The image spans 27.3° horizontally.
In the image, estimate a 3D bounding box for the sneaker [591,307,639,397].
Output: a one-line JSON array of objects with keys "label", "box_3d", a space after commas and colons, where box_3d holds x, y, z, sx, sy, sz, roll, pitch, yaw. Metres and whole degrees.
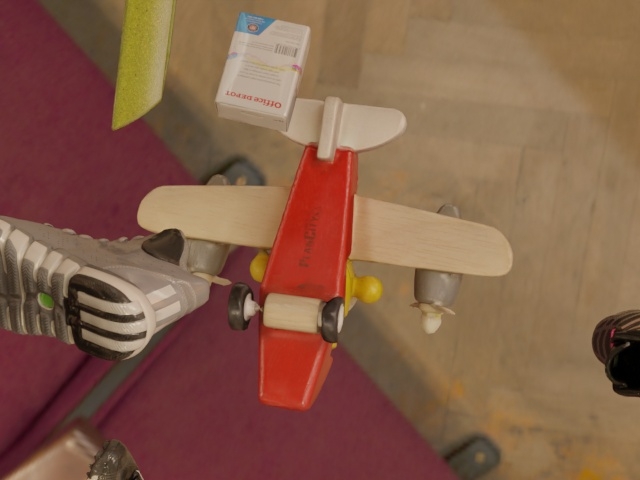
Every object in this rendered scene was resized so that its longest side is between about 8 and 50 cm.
[{"label": "sneaker", "box_3d": [0.270, 0.097, 1.133, 0.074, 0.170, 0.063, -4, 99, -17]}]

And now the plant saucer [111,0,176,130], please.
[{"label": "plant saucer", "box_3d": [-0.171, -0.225, 1.328, 0.045, 0.188, 0.188, 8, 116, -6]}]

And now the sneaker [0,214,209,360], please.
[{"label": "sneaker", "box_3d": [-0.178, 0.023, 1.021, 0.228, 0.132, 0.086, 22, 120, 35]}]

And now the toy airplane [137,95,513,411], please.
[{"label": "toy airplane", "box_3d": [0.000, 0.000, 1.744, 0.384, 0.272, 0.386, -34, 64, -10]}]

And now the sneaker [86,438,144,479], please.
[{"label": "sneaker", "box_3d": [-0.234, 0.336, 1.665, 0.106, 0.078, 0.234, 19, 138, 14]}]

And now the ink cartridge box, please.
[{"label": "ink cartridge box", "box_3d": [-0.068, -0.200, 1.573, 0.088, 0.123, 0.052, 13, 162, 4]}]
